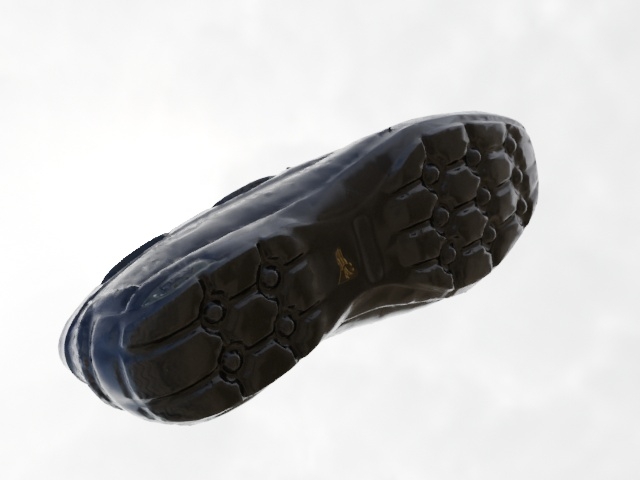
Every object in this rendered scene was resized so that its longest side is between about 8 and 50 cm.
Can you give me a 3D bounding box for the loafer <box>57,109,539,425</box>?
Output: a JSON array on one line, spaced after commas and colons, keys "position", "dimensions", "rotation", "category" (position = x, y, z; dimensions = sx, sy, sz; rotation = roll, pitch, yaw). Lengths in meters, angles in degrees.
[{"position": [0.000, 0.000, 0.470], "dimensions": [0.223, 0.078, 0.076], "rotation": [-27, -69, -37], "category": "loafer"}]
